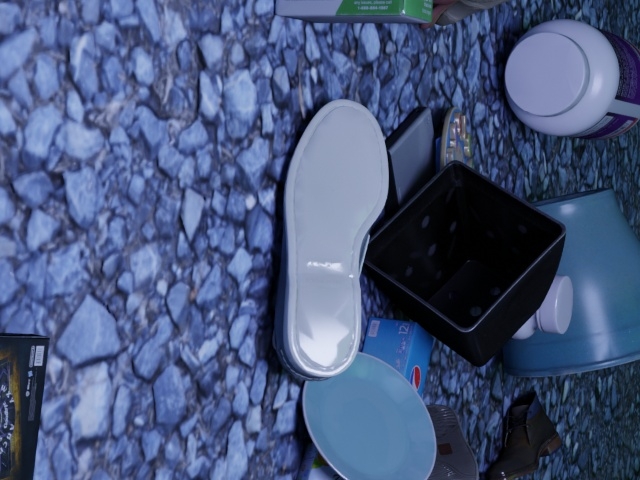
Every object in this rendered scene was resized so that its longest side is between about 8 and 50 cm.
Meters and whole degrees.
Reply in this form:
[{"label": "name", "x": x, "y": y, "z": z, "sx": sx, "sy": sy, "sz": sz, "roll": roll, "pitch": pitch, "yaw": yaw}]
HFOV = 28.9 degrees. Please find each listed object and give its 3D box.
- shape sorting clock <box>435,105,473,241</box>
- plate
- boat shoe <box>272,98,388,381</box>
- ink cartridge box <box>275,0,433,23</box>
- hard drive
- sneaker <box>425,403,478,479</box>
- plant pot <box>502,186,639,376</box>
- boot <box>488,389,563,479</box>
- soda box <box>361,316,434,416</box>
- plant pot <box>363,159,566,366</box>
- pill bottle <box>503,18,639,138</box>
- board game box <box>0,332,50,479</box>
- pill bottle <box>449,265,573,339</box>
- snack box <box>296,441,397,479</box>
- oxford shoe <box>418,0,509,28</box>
[{"label": "shape sorting clock", "x": 0.191, "y": -0.082, "z": 1.714, "sx": 0.206, "sy": 0.040, "sz": 0.206, "roll": 3, "pitch": 90, "yaw": -75}, {"label": "plate", "x": 0.054, "y": 0.217, "z": 1.454, "sx": 0.188, "sy": 0.024, "sz": 0.188, "roll": 22, "pitch": 46, "yaw": -25}, {"label": "boat shoe", "x": 0.000, "y": 0.000, "z": 1.374, "sx": 0.099, "sy": 0.116, "sz": 0.319, "roll": 141, "pitch": -42, "yaw": -66}, {"label": "ink cartridge box", "x": 0.040, "y": -0.336, "z": 1.299, "sx": 0.087, "sy": 0.153, "sz": 0.208, "roll": -7, "pitch": 101, "yaw": -63}, {"label": "hard drive", "x": 0.115, "y": -0.104, "z": 1.616, "sx": 0.135, "sy": 0.022, "sz": 0.094, "roll": -48, "pitch": 135, "yaw": -49}, {"label": "sneaker", "x": 0.170, "y": 0.331, "z": 1.667, "sx": 0.222, "sy": 0.083, "sz": 0.118, "roll": -87, "pitch": 172, "yaw": -60}, {"label": "plant pot", "x": 0.396, "y": 0.056, "z": 1.945, "sx": 0.271, "sy": 0.271, "sz": 0.255, "roll": -16, "pitch": 95, "yaw": -61}, {"label": "boot", "x": 0.321, "y": 0.327, "z": 2.053, "sx": 0.219, "sy": 0.082, "sz": 0.106, "roll": -20, "pitch": 90, "yaw": -56}, {"label": "soda box", "x": 0.081, "y": 0.207, "z": 1.556, "sx": 0.071, "sy": 0.067, "sz": 0.210, "roll": 42, "pitch": 58, "yaw": -57}, {"label": "plant pot", "x": 0.187, "y": 0.046, "z": 1.567, "sx": 0.188, "sy": 0.187, "sz": 0.167, "roll": -44, "pitch": 146, "yaw": -16}, {"label": "pill bottle", "x": 0.405, "y": -0.254, "z": 1.974, "sx": 0.323, "sy": 0.181, "sz": 0.182, "roll": -4, "pitch": 98, "yaw": -62}, {"label": "board game box", "x": -0.264, "y": 0.163, "z": 0.937, "sx": 0.126, "sy": 0.026, "sz": 0.186, "roll": 11, "pitch": 85, "yaw": -62}, {"label": "pill bottle", "x": 0.242, "y": 0.079, "z": 1.705, "sx": 0.108, "sy": 0.193, "sz": 0.108, "roll": -18, "pitch": 111, "yaw": -61}, {"label": "snack box", "x": 0.038, "y": 0.305, "z": 1.439, "sx": 0.141, "sy": 0.037, "sz": 0.100, "roll": 26, "pitch": 64, "yaw": -18}, {"label": "oxford shoe", "x": 0.192, "y": -0.321, "z": 1.477, "sx": 0.397, "sy": 0.146, "sz": 0.140, "roll": -89, "pitch": -179, "yaw": -80}]
